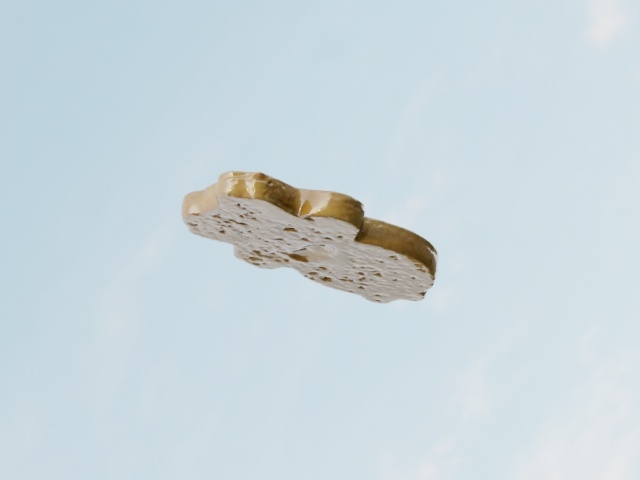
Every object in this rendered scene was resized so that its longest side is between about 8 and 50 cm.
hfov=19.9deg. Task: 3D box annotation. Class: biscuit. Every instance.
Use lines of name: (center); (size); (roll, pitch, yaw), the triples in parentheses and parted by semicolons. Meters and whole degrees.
biscuit: (0.000, -0.004, 1.199); (0.133, 0.184, 0.027); (136, 147, -63)
